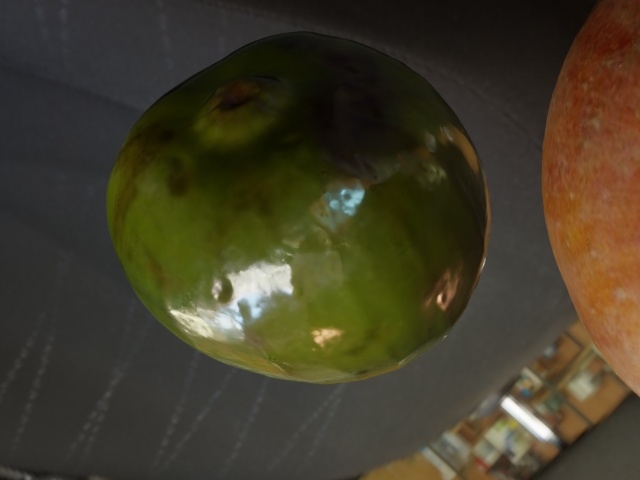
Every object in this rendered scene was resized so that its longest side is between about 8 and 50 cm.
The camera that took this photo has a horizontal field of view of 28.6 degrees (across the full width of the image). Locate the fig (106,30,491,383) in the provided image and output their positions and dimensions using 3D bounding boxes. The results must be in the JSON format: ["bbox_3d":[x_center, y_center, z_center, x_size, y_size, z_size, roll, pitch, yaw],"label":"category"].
[{"bbox_3d":[0.000,0.000,0.698,0.203,0.203,0.225,-45,138,-15],"label":"fig"}]

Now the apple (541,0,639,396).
[{"bbox_3d":[0.212,-0.026,0.460,0.253,0.253,0.253,-46,169,-11],"label":"apple"}]
